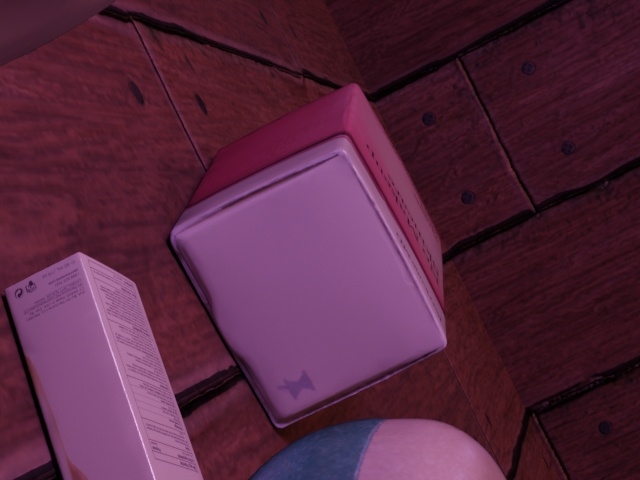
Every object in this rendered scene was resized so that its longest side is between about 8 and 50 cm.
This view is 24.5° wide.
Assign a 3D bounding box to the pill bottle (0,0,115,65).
[{"bbox_3d":[-0.187,-0.232,0.461,0.361,0.204,0.204,64,11,1],"label":"pill bottle"}]

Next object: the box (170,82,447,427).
[{"bbox_3d":[0.000,0.000,1.012,0.148,0.127,0.232,61,10,-13],"label":"box"}]

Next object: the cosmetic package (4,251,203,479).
[{"bbox_3d":[-0.092,0.069,0.639,0.115,0.041,0.060,68,11,24],"label":"cosmetic package"}]

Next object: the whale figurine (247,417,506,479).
[{"bbox_3d":[0.016,0.216,0.656,0.216,0.141,0.272,37,53,-66],"label":"whale figurine"}]
